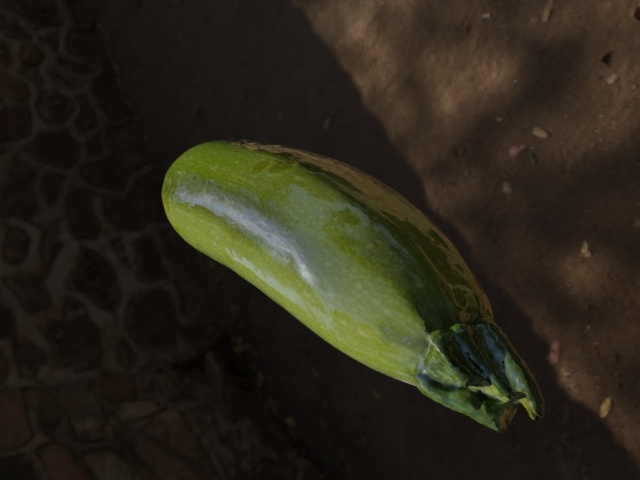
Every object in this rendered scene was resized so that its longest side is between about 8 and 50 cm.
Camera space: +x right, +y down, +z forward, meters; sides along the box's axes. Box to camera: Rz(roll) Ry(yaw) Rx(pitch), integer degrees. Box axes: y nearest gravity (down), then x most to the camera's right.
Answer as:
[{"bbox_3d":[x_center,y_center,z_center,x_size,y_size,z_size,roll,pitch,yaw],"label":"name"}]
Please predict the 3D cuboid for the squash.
[{"bbox_3d":[0.000,0.000,0.433,0.341,0.094,0.095,29,116,52],"label":"squash"}]
